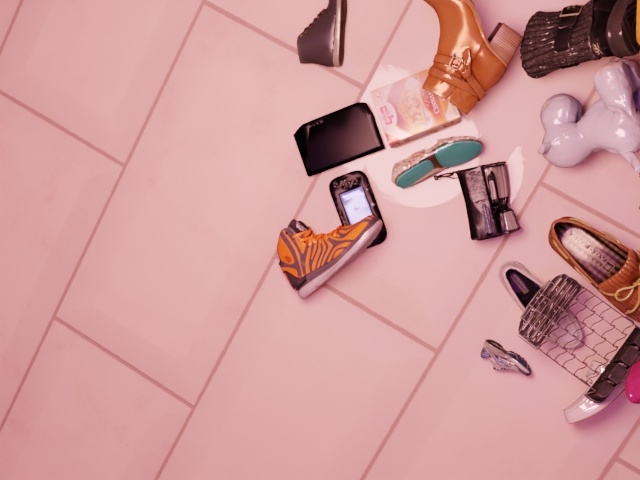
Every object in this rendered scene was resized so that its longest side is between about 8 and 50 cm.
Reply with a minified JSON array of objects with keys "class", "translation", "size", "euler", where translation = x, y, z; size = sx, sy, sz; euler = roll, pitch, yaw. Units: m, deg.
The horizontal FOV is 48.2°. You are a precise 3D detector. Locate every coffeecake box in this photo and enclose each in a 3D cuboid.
[{"class":"coffeecake box","translation":[0.234,-0.330,1.768],"size":[0.185,0.068,0.142],"euler":[-20,85,10]}]

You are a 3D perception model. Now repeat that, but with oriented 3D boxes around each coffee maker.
[{"class":"coffee maker","translation":[0.390,-0.092,1.752],"size":[0.171,0.120,0.178],"euler":[-10,91,38]}]

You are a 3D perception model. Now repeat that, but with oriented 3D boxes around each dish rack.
[{"class":"dish rack","translation":[0.604,0.219,1.661],"size":[0.271,0.074,0.208],"euler":[38,84,11]}]

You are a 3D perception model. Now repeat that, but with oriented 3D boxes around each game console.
[{"class":"game console","translation":[0.083,-0.158,1.842],"size":[0.213,0.044,0.362],"euler":[-20,91,14]}]

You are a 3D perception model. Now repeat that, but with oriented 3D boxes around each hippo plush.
[{"class":"hippo plush","translation":[0.641,-0.251,1.652],"size":[0.236,0.234,0.294],"euler":[-19,74,44]}]

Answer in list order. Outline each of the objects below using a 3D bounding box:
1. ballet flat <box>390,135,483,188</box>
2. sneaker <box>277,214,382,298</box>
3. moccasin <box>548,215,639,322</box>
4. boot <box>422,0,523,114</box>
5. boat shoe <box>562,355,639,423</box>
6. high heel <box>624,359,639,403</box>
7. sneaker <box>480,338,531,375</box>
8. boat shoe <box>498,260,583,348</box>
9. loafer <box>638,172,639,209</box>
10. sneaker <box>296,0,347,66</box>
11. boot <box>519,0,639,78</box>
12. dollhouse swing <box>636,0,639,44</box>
[{"class":"ballet flat","translation":[0.281,-0.210,1.775],"size":[0.240,0.077,0.091],"euler":[-23,132,13]},{"class":"sneaker","translation":[0.000,0.000,1.806],"size":[0.321,0.124,0.180],"euler":[-41,83,29]},{"class":"moccasin","translation":[0.687,0.072,1.624],"size":[0.139,0.147,0.380],"euler":[-48,68,12]},{"class":"boot","translation":[0.299,-0.450,1.664],"size":[0.283,0.109,0.220],"euler":[33,107,-6]},{"class":"boat shoe","translation":[0.683,0.329,1.720],"size":[0.277,0.098,0.096],"euler":[-40,85,4]},{"class":"high heel","translation":[0.777,0.275,1.587],"size":[0.244,0.117,0.082],"euler":[-26,73,-27]},{"class":"sneaker","translation":[0.463,0.304,1.795],"size":[0.135,0.052,0.058],"euler":[32,111,16]},{"class":"boat shoe","translation":[0.538,0.159,1.739],"size":[0.096,0.088,0.268],"euler":[-38,85,13]},{"class":"loafer","translation":[0.793,-0.071,1.676],"size":[0.078,0.080,0.220],"euler":[-8,83,36]},{"class":"sneaker","translation":[0.001,-0.554,1.807],"size":[0.118,0.083,0.222],"euler":[5,97,13]},{"class":"boot","translation":[0.627,-0.519,1.637],"size":[0.260,0.348,0.131],"euler":[-2,130,52]},{"class":"dollhouse swing","translation":[0.855,-0.401,1.549],"size":[0.346,0.305,0.315],"euler":[-28,56,-23]}]
